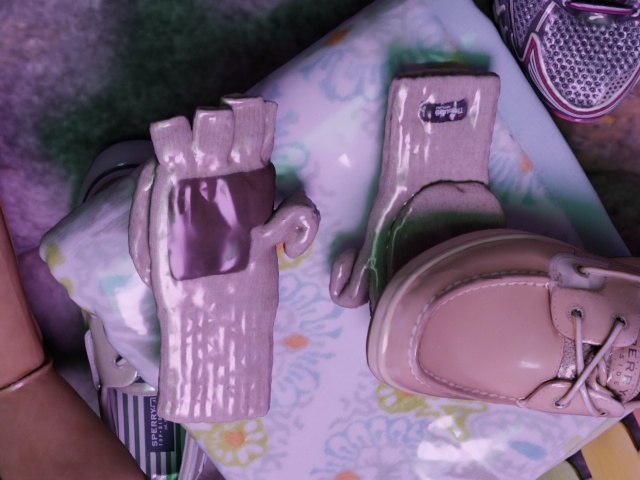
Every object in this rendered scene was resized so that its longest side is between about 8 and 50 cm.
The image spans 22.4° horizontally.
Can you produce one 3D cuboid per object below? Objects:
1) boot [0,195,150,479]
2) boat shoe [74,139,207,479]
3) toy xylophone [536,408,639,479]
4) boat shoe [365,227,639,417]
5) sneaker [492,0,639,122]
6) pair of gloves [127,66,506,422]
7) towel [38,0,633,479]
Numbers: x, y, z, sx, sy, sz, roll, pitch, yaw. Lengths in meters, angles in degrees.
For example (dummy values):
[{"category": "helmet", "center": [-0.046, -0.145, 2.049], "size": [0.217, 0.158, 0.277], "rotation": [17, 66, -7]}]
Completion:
[{"category": "boot", "center": [-0.216, 0.054, 1.081], "size": [0.089, 0.236, 0.269], "rotation": [-31, 130, -29]}, {"category": "boat shoe", "center": [-0.116, 0.074, 1.161], "size": [0.109, 0.094, 0.302], "rotation": [-4, 123, 1]}, {"category": "toy xylophone", "center": [0.265, 0.228, 1.209], "size": [0.322, 0.236, 0.081], "rotation": [-40, 146, 17]}, {"category": "boat shoe", "center": [0.163, 0.060, 1.014], "size": [0.302, 0.098, 0.109], "rotation": [4, 106, -39]}, {"category": "sneaker", "center": [0.174, -0.204, 0.982], "size": [0.121, 0.112, 0.299], "rotation": [2, 123, -3]}, {"category": "pair of gloves", "center": [0.000, 0.000, 0.997], "size": [0.240, 0.042, 0.204], "rotation": [-11, 111, -18]}, {"category": "towel", "center": [0.045, 0.046, 1.100], "size": [0.320, 0.090, 0.374], "rotation": [-36, 118, -2]}]
